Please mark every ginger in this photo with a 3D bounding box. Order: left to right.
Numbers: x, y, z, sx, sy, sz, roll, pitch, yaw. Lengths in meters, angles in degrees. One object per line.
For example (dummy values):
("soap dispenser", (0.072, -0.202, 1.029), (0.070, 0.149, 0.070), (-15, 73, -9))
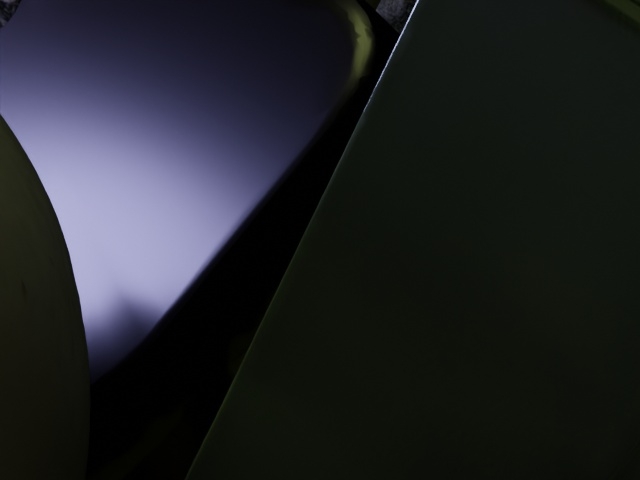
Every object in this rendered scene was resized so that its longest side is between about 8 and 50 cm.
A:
("ginger", (-0.075, 0.006, 0.710), (0.413, 0.211, 0.358), (-34, 46, 27))

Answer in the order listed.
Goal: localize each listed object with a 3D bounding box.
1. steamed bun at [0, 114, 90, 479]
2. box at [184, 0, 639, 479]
("steamed bun", (-0.224, 0.094, 0.450), (0.374, 0.241, 0.374), (-30, 37, 26))
("box", (0.098, -0.001, 0.459), (0.225, 0.117, 0.225), (-30, -27, -51))
